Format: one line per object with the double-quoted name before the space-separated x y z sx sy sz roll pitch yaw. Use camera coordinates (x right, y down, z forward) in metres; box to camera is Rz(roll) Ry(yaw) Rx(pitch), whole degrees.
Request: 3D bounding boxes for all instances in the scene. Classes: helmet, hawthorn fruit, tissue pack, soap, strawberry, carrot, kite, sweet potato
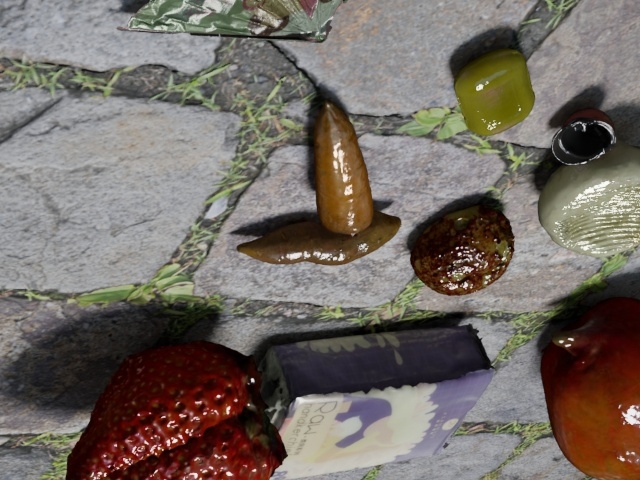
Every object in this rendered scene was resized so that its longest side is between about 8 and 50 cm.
"helmet" 0.329 -0.136 1.714 0.084 0.049 0.065 -24 123 32
"hawthorn fruit" 0.495 0.231 2.178 0.295 0.295 0.311 -18 124 -9
"tissue pack" 0.056 0.240 2.021 0.344 0.125 0.242 -5 144 -27
"soap" 0.200 -0.172 1.580 0.089 0.045 0.140 -23 150 5
"strawberry" -0.202 0.263 1.779 0.288 0.250 0.238 -34 -168 -24
"carrot" 0.018 -0.092 1.573 0.072 0.072 0.205 -20 141 -6
"kite" -0.040 -0.265 1.319 0.323 0.013 0.268 -30 149 7
"sweet potato" 0.001 0.003 1.699 0.218 0.051 0.065 -11 105 -20

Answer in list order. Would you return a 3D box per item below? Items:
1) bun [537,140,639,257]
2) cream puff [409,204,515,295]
"bun" 0.373 -0.063 1.802 0.183 0.102 0.183 -3 138 -2
"cream puff" 0.195 0.019 1.826 0.149 0.084 0.149 -19 149 -12
